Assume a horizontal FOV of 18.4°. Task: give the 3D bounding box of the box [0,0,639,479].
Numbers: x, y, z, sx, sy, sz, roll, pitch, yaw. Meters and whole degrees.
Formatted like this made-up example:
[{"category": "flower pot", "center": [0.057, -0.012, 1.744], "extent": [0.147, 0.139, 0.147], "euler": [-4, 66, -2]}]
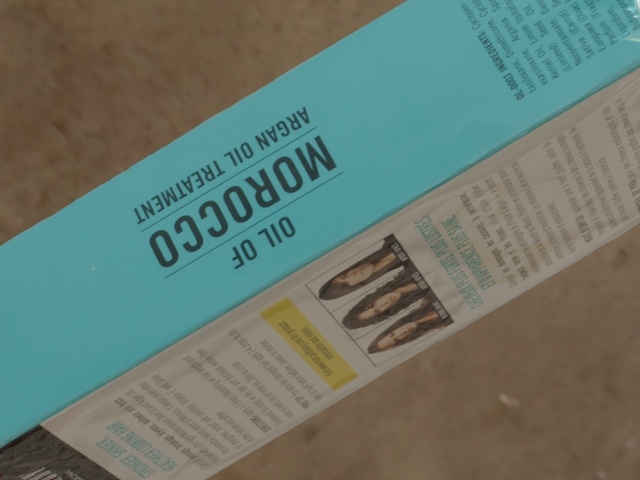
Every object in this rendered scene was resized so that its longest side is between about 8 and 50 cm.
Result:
[{"category": "box", "center": [0.000, 0.000, 0.606], "extent": [0.244, 0.060, 0.100], "euler": [-30, 153, 4]}]
